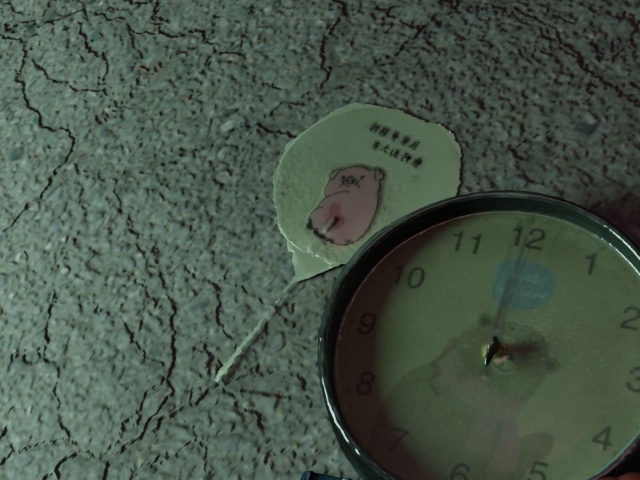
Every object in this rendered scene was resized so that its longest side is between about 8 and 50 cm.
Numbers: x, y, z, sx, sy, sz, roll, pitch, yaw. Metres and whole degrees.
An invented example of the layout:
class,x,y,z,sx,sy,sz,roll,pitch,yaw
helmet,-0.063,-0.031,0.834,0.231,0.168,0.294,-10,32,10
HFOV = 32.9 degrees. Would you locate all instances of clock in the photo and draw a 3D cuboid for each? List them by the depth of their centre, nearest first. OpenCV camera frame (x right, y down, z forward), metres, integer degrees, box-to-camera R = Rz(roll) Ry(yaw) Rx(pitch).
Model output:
class,x,y,z,sx,sy,sz,roll,pitch,yaw
clock,0.132,0.083,0.827,0.281,0.055,0.280,-7,57,12

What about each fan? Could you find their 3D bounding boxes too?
class,x,y,z,sx,sy,sz,roll,pitch,yaw
fan,0.000,-0.001,0.950,0.182,0.010,0.310,25,68,28

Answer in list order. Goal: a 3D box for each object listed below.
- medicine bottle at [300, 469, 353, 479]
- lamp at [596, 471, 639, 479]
class,x,y,z,sx,sy,sz,roll,pitch,yaw
medicine bottle,0.072,0.259,0.718,0.258,0.079,0.124,24,72,28
lamp,0.205,0.204,0.705,0.107,0.092,0.107,0,93,9
